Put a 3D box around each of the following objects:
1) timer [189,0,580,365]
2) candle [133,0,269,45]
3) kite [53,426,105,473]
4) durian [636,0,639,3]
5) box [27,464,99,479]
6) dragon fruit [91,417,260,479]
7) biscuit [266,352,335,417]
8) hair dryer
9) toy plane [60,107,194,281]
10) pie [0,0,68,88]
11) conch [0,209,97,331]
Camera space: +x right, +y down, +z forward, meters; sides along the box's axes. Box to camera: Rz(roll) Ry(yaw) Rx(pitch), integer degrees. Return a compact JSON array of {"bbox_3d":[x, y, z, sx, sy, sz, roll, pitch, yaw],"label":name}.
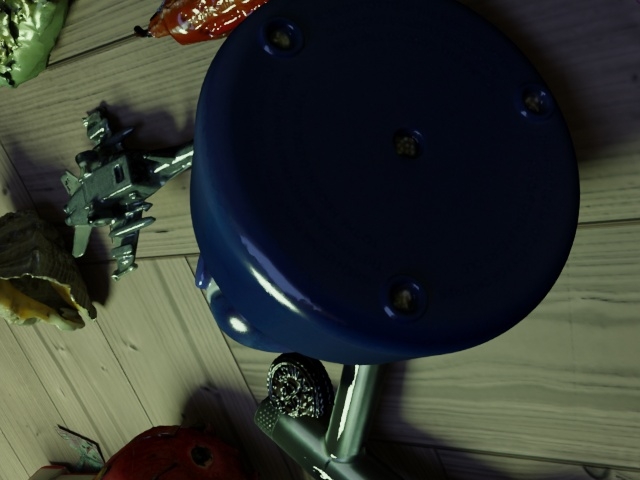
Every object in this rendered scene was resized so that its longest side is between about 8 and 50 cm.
[{"bbox_3d":[0.000,0.000,0.732,0.270,0.270,0.383,47,153,2],"label":"timer"},{"bbox_3d":[-0.058,-0.204,0.737,0.301,0.059,0.084,-6,106,43],"label":"candle"},{"bbox_3d":[-0.398,0.361,1.474,0.137,0.005,0.152,47,138,-1],"label":"kite"},{"bbox_3d":[0.220,-0.183,0.479,0.341,0.112,0.191,34,138,19],"label":"durian"},{"bbox_3d":[-0.402,0.579,1.410,0.300,0.314,0.312,-13,111,42],"label":"box"},{"bbox_3d":[-0.195,0.362,1.138,0.241,0.241,0.252,29,137,21],"label":"dragon fruit"},{"bbox_3d":[-0.021,0.153,0.904,0.089,0.027,0.087,44,129,35],"label":"biscuit"},{"bbox_3d":[0.065,0.215,0.879,0.320,0.155,0.284,40,148,22],"label":"hair dryer"},{"bbox_3d":[-0.197,-0.069,0.933,0.262,0.088,0.192,-26,74,43],"label":"toy plane"},{"bbox_3d":[-0.368,-0.333,0.889,0.296,0.078,0.371,-3,117,40],"label":"pie"},{"bbox_3d":[-0.384,0.051,1.133,0.178,0.163,0.245,20,163,49],"label":"conch"}]
